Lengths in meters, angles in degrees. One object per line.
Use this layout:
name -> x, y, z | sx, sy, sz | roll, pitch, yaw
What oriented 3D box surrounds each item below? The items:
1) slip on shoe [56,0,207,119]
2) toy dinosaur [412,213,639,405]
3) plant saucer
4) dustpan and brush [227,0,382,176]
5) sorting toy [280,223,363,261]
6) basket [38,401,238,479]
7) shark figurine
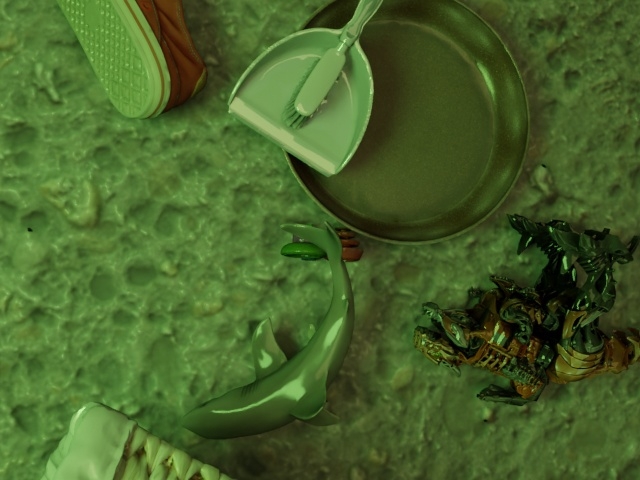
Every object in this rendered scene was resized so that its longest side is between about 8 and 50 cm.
slip on shoe -> -0.220, -0.286, 0.837 | 0.101, 0.123, 0.331 | -20, 83, -47
toy dinosaur -> 0.271, 0.087, 0.907 | 0.322, 0.164, 0.218 | 3, 98, -31
plant saucer -> 0.095, -0.146, 0.916 | 0.311, 0.050, 0.310 | 2, 83, -14
dustpan and brush -> 0.013, -0.195, 0.847 | 0.147, 0.060, 0.211 | 32, 78, -8
sorting toy -> 0.000, 0.000, 0.872 | 0.102, 0.061, 0.042 | 7, 81, -36
basket -> -0.164, 0.365, 0.607 | 0.267, 0.331, 0.328 | 27, 47, -12
shark figurine -> -0.009, 0.120, 0.799 | 0.166, 0.116, 0.278 | 26, 101, -16
